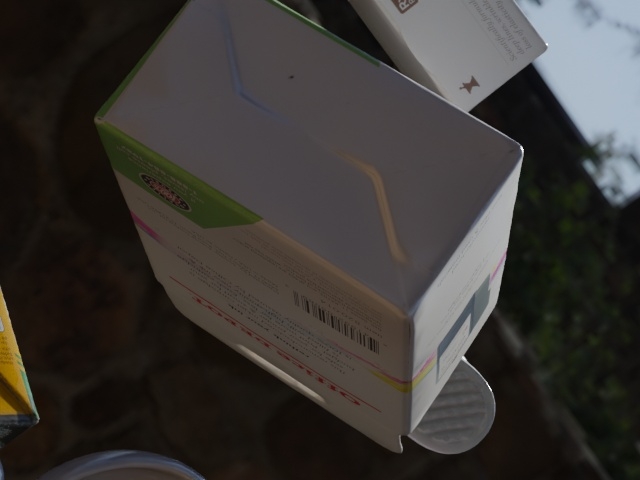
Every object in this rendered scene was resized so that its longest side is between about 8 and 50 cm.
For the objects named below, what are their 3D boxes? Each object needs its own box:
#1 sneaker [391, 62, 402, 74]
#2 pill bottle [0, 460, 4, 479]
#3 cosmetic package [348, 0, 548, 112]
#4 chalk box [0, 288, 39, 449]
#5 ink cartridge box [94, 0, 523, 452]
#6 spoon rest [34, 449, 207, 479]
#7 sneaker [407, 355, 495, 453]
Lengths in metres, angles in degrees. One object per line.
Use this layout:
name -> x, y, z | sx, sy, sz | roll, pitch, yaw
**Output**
sneaker -> 0.117, -0.158, 2.124 | 0.081, 0.211, 0.080 | 30, 29, 20
pill bottle -> -0.186, 0.085, 0.789 | 0.152, 0.086, 0.086 | 61, 3, 33
cosmetic package -> 0.084, -0.171, 1.375 | 0.117, 0.085, 0.231 | 52, 0, -13
chalk box -> -0.380, 0.119, 1.378 | 0.180, 0.289, 0.179 | 7, 55, -48
ink cartridge box -> 0.000, 0.000, 1.132 | 0.207, 0.119, 0.353 | 32, -15, 12
spoon rest -> -0.178, 0.200, 0.984 | 0.084, 0.276, 0.137 | -118, -176, -51
sneaker -> 0.025, 0.078, 1.759 | 0.321, 0.126, 0.127 | 46, -3, -5
